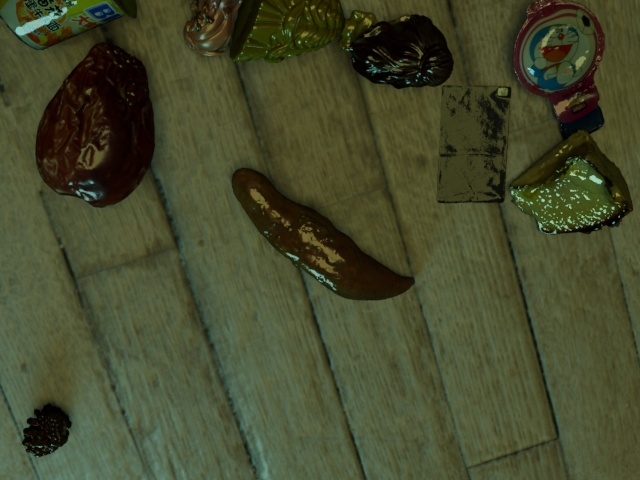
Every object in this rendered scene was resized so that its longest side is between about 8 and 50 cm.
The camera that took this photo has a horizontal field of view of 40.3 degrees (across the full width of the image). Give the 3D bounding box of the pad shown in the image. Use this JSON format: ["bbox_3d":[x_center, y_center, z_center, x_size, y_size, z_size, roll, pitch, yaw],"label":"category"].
[{"bbox_3d":[0.250,-0.155,1.420,0.116,0.004,0.193,0,103,-6],"label":"pad"}]

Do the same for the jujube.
[{"bbox_3d":[-0.324,-0.169,1.289,0.168,0.168,0.236,15,85,-9],"label":"jujube"}]

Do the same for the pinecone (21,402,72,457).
[{"bbox_3d":[-0.446,0.309,1.411,0.083,0.077,0.077,-39,103,13],"label":"pinecone"}]

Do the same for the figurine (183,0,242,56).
[{"bbox_3d":[-0.161,-0.350,1.281,0.114,0.126,0.157,3,104,39],"label":"figurine"}]

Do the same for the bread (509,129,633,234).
[{"bbox_3d":[0.400,-0.076,1.370,0.169,0.160,0.140,-39,103,10],"label":"bread"}]

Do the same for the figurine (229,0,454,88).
[{"bbox_3d":[0.043,-0.313,1.308,0.315,0.168,0.187,15,89,-18],"label":"figurine"}]

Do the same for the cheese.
[{"bbox_3d":[0.387,-0.270,1.381,0.155,0.062,0.244,-26,115,0],"label":"cheese"}]

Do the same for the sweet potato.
[{"bbox_3d":[-0.002,0.013,1.380,0.354,0.095,0.106,33,56,-15],"label":"sweet potato"}]

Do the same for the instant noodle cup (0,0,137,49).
[{"bbox_3d":[-0.372,-0.369,1.223,0.153,0.205,0.205,-26,103,10],"label":"instant noodle cup"}]
